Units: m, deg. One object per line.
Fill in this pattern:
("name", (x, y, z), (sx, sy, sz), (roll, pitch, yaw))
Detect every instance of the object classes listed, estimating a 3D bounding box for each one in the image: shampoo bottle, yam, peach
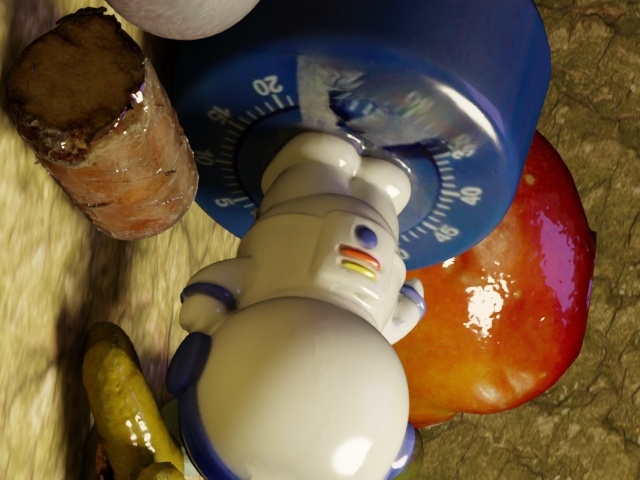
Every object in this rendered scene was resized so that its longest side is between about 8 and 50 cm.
("shampoo bottle", (-0.087, 0.130, 0.899), (0.195, 0.056, 0.056), (122, -28, -87))
("yam", (-0.112, -0.056, 0.695), (0.141, 0.079, 0.079), (70, 25, -70))
("peach", (0.173, 0.030, 1.581), (0.335, 0.310, 0.406), (-21, 111, -76))

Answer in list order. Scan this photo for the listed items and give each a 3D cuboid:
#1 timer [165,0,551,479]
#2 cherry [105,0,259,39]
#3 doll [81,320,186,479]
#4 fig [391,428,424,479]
("timer", (0.000, 0.000, 0.848), (0.270, 0.270, 0.383), (83, 16, -52))
("cherry", (-0.068, -0.206, 0.725), (0.188, 0.148, 0.115), (-61, -151, 10))
("doll", (-0.118, 0.155, 0.776), (0.137, 0.097, 0.209), (5, -70, 67))
("fig", (0.047, 0.322, 1.817), (0.245, 0.149, 0.149), (-43, 138, -55))
